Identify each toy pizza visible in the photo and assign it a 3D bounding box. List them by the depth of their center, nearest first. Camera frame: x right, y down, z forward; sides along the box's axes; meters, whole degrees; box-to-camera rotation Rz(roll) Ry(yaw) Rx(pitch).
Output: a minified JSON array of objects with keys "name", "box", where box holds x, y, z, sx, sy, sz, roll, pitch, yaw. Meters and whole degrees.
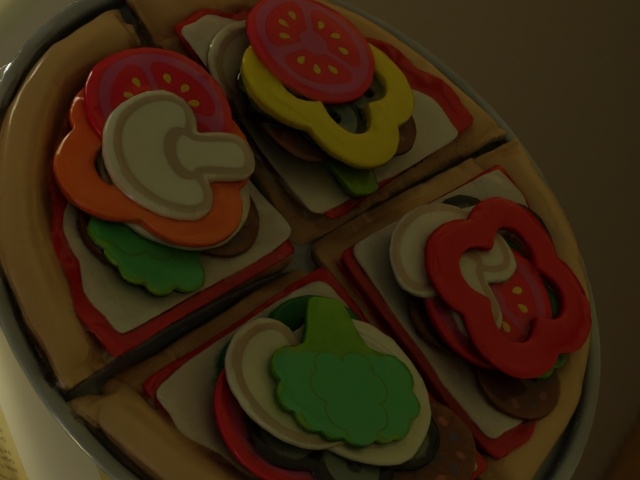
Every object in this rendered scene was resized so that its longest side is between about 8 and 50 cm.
[{"name":"toy pizza","box":[0.000,0.000,0.552,0.201,0.032,0.201,16,-126,-23]}]

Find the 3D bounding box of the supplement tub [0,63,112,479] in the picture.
[{"name":"supplement tub","box":[-0.091,0.066,1.076,0.228,0.228,0.316,-42,-51,-39]}]
